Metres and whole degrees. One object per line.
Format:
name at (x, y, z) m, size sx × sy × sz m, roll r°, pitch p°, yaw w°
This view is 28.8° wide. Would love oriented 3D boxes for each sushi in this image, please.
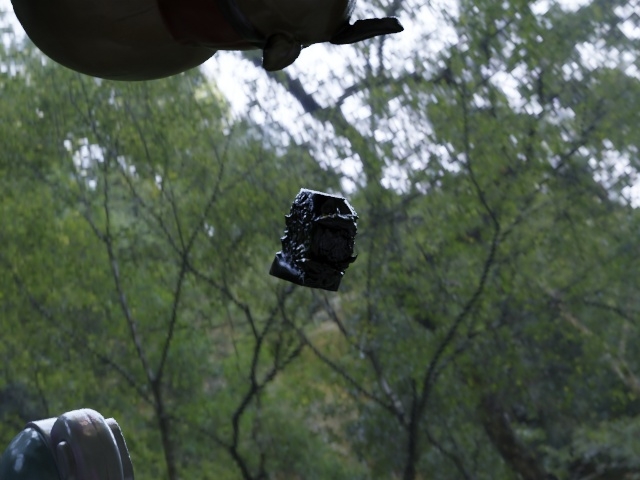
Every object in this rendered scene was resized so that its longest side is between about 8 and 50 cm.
sushi at (0.000, 0.000, 1.093) m, size 0.056 × 0.085 × 0.083 m, roll 12°, pitch -88°, yaw -19°

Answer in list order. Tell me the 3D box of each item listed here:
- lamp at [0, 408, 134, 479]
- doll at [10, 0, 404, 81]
lamp at (-0.287, 0.274, 1.352) m, size 0.108 × 0.179 × 0.246 m, roll -10°, pitch -26°, yaw -37°
doll at (-0.099, -0.209, 0.993) m, size 0.330 × 0.174 × 0.235 m, roll -2°, pitch -8°, yaw 32°
